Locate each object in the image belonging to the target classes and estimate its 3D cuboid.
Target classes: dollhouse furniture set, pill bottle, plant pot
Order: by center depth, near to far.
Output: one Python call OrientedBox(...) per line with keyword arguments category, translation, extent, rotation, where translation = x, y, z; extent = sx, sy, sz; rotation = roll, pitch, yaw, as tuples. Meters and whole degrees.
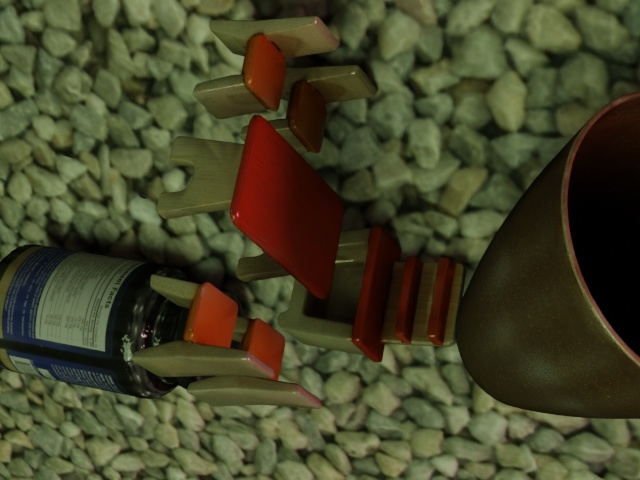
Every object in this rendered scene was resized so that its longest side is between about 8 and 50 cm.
OrientedBox(category="plant pot", translation=(0.198, 0.041, 0.979), extent=(0.215, 0.215, 0.230), rotation=(41, 148, -5))
OrientedBox(category="dollhouse furniture set", translation=(0.000, 0.000, 1.027), extent=(0.135, 0.262, 0.259), rotation=(0, 158, 27))
OrientedBox(category="pill bottle", translation=(-0.186, 0.076, 1.255), extent=(0.219, 0.123, 0.123), rotation=(8, 128, 23))
